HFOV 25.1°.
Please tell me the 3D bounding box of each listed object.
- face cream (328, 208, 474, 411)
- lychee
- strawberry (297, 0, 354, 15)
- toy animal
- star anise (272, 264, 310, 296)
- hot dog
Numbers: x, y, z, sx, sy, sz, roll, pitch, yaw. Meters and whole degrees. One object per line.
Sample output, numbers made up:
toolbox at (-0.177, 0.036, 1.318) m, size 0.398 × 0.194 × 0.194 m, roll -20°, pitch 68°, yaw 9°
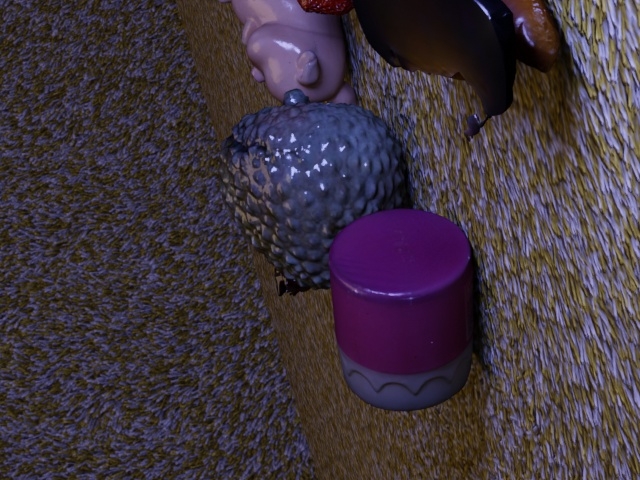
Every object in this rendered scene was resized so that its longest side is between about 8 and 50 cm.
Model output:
face cream at (0.102, 0.085, 1.763) m, size 0.175 × 0.175 × 0.195 m, roll -115°, pitch 14°, yaw -50°
lychee at (-0.010, -0.070, 1.937) m, size 0.255 × 0.255 × 0.275 m, roll 158°, pitch 108°, yaw -80°
strawberry at (0.014, -0.337, 1.923) m, size 0.083 × 0.096 × 0.083 m, roll 61°, pitch 180°, yaw 1°
toy animal at (-0.042, -0.308, 2.120) m, size 0.154 × 0.166 × 0.250 m, roll -37°, pitch 65°, yaw 32°
star anise at (-0.011, 0.000, 2.426) m, size 0.346 × 0.148 × 0.237 m, roll 91°, pitch -175°, yaw -64°
hot dog at (0.140, -0.215, 1.356) m, size 0.326 × 0.107 × 0.194 m, roll 49°, pitch 163°, yaw 50°
